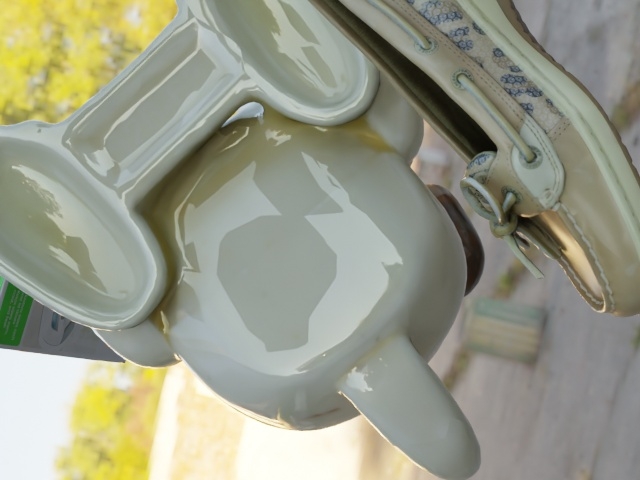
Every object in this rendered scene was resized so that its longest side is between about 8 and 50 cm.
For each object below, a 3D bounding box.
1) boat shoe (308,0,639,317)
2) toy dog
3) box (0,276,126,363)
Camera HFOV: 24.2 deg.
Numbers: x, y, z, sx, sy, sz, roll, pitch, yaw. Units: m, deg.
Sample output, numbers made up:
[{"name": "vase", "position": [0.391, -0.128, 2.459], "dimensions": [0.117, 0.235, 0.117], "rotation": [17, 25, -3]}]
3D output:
[{"name": "boat shoe", "position": [0.086, -0.068, 0.821], "dimensions": [0.089, 0.285, 0.104], "rotation": [-32, -14, -9]}, {"name": "toy dog", "position": [0.000, 0.000, 1.089], "dimensions": [0.284, 0.395, 0.408], "rotation": [-52, -14, -1]}, {"name": "box", "position": [-0.326, 0.013, 1.391], "dimensions": [0.231, 0.262, 0.126], "rotation": [19, -93, -65]}]
